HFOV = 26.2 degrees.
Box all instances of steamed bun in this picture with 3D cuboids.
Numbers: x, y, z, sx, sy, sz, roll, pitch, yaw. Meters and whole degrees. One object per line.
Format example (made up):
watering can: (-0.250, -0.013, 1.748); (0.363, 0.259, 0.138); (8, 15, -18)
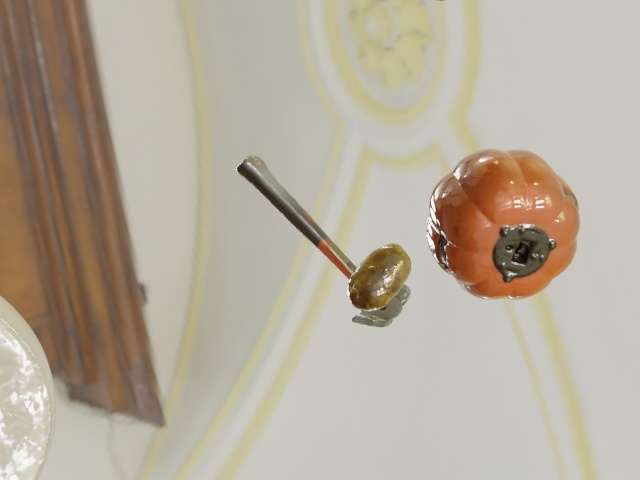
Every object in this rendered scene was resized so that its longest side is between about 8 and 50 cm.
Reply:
steamed bun: (-0.452, 0.190, 1.508); (0.206, 0.324, 0.324); (8, -70, 60)

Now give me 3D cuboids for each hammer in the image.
hammer: (0.000, 0.000, 1.781); (0.288, 0.111, 0.033); (47, -56, -4)

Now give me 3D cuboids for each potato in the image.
potato: (0.063, 0.040, 1.481); (0.051, 0.083, 0.040); (40, -5, -5)

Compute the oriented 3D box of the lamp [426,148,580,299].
lamp: (0.220, -0.024, 1.681); (0.164, 0.187, 0.188); (-110, -159, -60)
